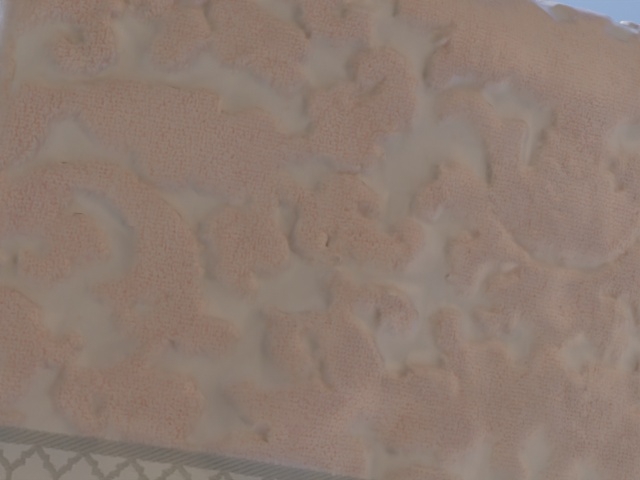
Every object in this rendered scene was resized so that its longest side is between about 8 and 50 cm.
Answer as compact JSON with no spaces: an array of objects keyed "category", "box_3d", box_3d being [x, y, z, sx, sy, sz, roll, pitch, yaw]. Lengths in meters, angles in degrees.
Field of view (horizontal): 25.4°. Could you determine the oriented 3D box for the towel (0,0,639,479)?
[{"category":"towel","box_3d":[0.020,0.038,0.544,0.332,0.053,0.316,12,-106,-15]}]
